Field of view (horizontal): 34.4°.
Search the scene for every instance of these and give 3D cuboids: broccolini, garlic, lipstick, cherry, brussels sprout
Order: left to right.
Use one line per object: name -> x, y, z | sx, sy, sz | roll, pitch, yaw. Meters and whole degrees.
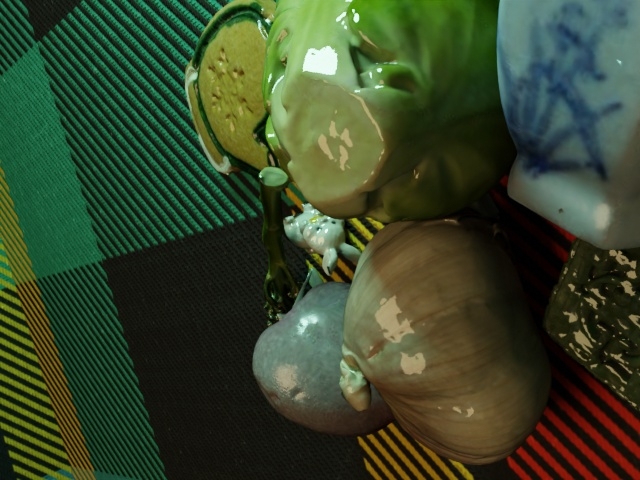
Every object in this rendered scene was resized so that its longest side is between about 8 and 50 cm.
broccolini -> -0.051, 0.027, 1.530 | 0.392, 0.074, 0.078 | 91, -175, -60
cherry -> 0.015, 0.169, 1.477 | 0.266, 0.213, 0.183 | 41, 170, 26
brussels sprout -> 0.078, -0.160, 1.111 | 0.282, 0.354, 0.289 | 1, 115, 26
garlic -> 0.150, 0.114, 1.223 | 0.241, 0.322, 0.321 | -11, 97, 20
lipstick -> 0.211, -0.016, 1.265 | 0.107, 0.025, 0.025 | 62, 147, 5

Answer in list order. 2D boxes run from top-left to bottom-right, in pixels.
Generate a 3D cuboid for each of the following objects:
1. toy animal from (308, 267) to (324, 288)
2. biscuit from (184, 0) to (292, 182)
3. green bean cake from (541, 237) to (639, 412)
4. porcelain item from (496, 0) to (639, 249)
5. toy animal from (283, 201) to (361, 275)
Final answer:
toy animal -> 0.021, 0.149, 1.610 | 0.075, 0.041, 0.216 | -3, 98, 58
biscuit -> -0.117, -0.214, 1.623 | 0.344, 0.057, 0.287 | -35, 76, 56
green bean cake -> 0.335, 0.072, 1.071 | 0.185, 0.094, 0.183 | 42, 136, 30
porcelain item -> 0.285, -0.204, 0.929 | 0.242, 0.179, 0.405 | 36, 136, 41
toy animal -> -0.001, -0.006, 1.537 | 0.124, 0.071, 0.085 | 18, 119, 51
